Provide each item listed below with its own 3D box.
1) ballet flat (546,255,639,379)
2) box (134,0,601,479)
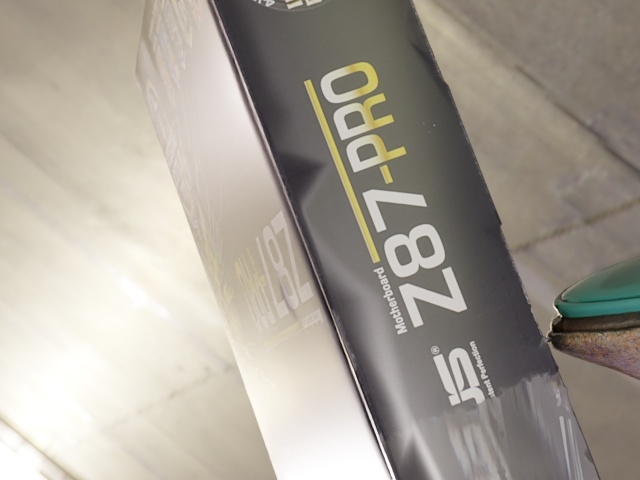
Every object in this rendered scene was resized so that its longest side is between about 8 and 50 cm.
[{"bbox_3d":[0.233,0.031,0.696,0.316,0.107,0.106,-20,96,41],"label":"ballet flat"},{"bbox_3d":[0.000,0.000,0.916,0.395,0.097,0.318,142,107,-79],"label":"box"}]
